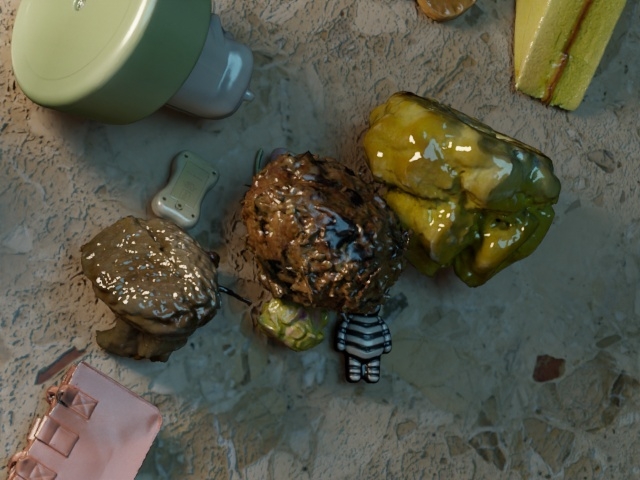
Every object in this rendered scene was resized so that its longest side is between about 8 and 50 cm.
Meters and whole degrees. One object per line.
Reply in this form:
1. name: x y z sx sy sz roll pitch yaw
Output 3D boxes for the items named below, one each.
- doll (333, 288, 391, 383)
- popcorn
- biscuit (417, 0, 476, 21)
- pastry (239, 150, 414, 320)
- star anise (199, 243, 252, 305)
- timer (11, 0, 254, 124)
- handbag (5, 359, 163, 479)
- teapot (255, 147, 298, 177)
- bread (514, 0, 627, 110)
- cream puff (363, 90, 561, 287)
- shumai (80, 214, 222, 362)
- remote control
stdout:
1. doll: 0.066 0.111 1.854 0.091 0.067 0.219 3 76 -10
2. popcorn: -0.040 0.120 1.774 0.109 0.089 0.097 7 56 -55
3. biscuit: 0.147 -0.548 2.036 0.269 0.051 0.376 -40 106 -22
4. pastry: 0.000 0.000 1.737 0.275 0.193 0.275 32 23 -16
5. star anise: -0.183 0.044 1.716 0.191 0.070 0.097 30 55 -9
6. timer: -0.221 -0.269 1.677 0.315 0.291 0.290 25 67 -46
7. handbag: -0.321 0.286 1.597 0.157 0.059 0.212 36 63 -20
8. teapot: -0.067 -0.105 1.831 0.083 0.064 0.064 28 71 13
9. bread: 0.420 -0.392 2.180 0.168 0.163 0.264 17 103 -28
10. cream puff: 0.197 -0.073 1.878 0.324 0.291 0.257 12 104 -42
11. shumai: -0.234 0.080 1.632 0.166 0.175 0.206 -23 56 -28
12. remote control: -0.197 -0.073 1.747 0.074 0.032 0.122 32 54 -12
